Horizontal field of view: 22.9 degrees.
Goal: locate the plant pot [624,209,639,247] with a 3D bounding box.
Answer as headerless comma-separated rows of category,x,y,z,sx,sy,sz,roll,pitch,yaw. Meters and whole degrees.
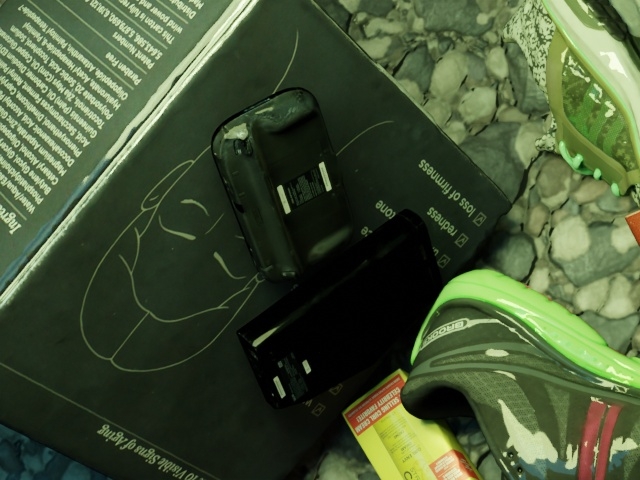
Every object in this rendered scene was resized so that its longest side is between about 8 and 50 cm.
plant pot,0.482,0.030,1.410,0.267,0.267,0.236,-24,82,44

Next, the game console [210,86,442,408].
game console,0.000,0.000,1.478,0.213,0.361,0.044,-36,47,-17

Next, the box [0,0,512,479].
box,-0.141,-0.021,1.587,0.472,0.480,0.297,-51,48,0

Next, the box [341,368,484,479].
box,0.118,0.250,1.632,0.087,0.058,0.232,-37,60,9

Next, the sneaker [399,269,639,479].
sneaker,0.275,0.210,1.505,0.482,0.185,0.202,30,81,38

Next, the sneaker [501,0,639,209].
sneaker,0.313,-0.116,1.658,0.182,0.158,0.410,-42,62,48
